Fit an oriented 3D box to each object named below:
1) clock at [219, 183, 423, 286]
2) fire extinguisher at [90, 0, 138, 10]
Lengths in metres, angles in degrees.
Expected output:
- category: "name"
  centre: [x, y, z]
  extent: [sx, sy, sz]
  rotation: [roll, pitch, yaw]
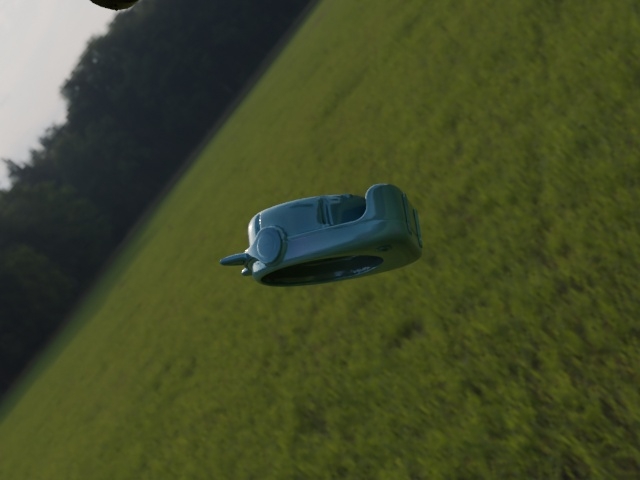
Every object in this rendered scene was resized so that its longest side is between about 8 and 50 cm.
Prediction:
- category: "clock"
  centre: [0.000, 0.000, 1.453]
  extent: [0.274, 0.094, 0.223]
  rotation: [-10, -13, 10]
- category: "fire extinguisher"
  centre: [-0.165, -0.368, 1.130]
  extent: [0.341, 0.105, 0.141]
  rotation: [-26, 18, 47]
